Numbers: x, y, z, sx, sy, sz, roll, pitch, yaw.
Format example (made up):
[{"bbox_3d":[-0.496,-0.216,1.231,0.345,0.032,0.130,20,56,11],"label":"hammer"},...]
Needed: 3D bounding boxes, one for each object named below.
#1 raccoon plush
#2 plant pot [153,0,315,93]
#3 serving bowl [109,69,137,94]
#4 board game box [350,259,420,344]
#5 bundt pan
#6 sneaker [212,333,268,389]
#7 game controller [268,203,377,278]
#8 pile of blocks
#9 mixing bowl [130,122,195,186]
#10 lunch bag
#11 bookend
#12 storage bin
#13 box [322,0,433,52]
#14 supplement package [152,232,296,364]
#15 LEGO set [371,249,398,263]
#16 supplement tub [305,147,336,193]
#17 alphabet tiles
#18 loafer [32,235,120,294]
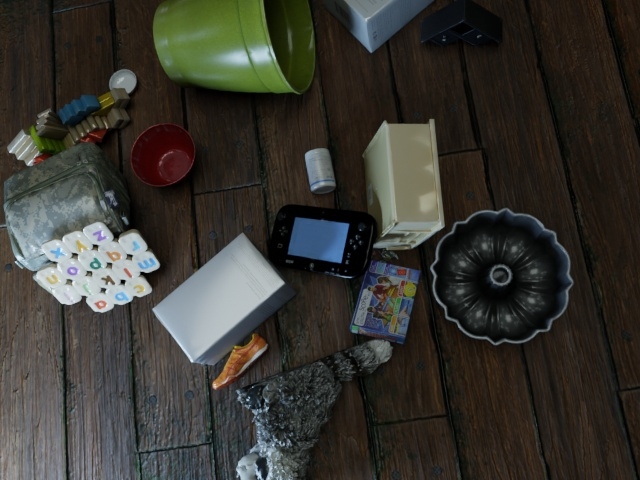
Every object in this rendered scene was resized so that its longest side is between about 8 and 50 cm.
[{"bbox_3d":[0.004,0.440,1.537,0.446,0.216,0.299,-21,83,3],"label":"raccoon plush"},{"bbox_3d":[-0.239,-0.555,1.744,0.353,0.366,0.366,-4,76,19],"label":"plant pot"},{"bbox_3d":[-0.575,-0.458,1.909,0.083,0.027,0.083,-2,76,7],"label":"serving bowl"},{"bbox_3d":[0.164,0.150,1.619,0.136,0.035,0.201,13,55,11],"label":"board game box"},{"bbox_3d":[0.433,0.094,1.588,0.330,0.124,0.331,-2,78,7],"label":"bundt pan"},{"bbox_3d":[-0.212,0.311,1.663,0.175,0.064,0.067,-43,77,-15],"label":"sneaker"},{"bbox_3d":[0.000,0.000,1.642,0.319,0.067,0.166,8,75,39],"label":"game controller"},{"bbox_3d":[-0.693,-0.305,1.828,0.362,0.149,0.113,-31,74,-1],"label":"pile of blocks"},{"bbox_3d":[-0.419,-0.222,1.795,0.181,0.098,0.181,-2,78,7],"label":"mixing bowl"},{"bbox_3d":[-0.655,-0.076,1.703,0.305,0.212,0.256,-23,54,2],"label":"lunch bag"},{"bbox_3d":[0.383,-0.571,1.767,0.157,0.156,0.072,-11,70,51],"label":"bookend"},{"bbox_3d":[0.194,-0.127,1.609,0.123,0.260,0.262,-1,76,-10],"label":"storage bin"},{"bbox_3d":[0.194,-0.731,1.792,0.345,0.168,0.215,-40,75,-2],"label":"box"},{"bbox_3d":[-0.236,0.153,1.641,0.293,0.177,0.175,-41,75,-3],"label":"supplement package"},{"bbox_3d":[0.162,0.039,1.684,0.083,0.054,0.023,16,41,11],"label":"LEGO set"},{"bbox_3d":[0.000,-0.185,1.742,0.071,0.071,0.107,-12,75,5],"label":"supplement tub"},{"bbox_3d":[-0.570,0.070,1.677,0.284,0.278,0.021,-23,42,2],"label":"alphabet tiles"},{"bbox_3d":[-0.636,0.064,1.765,0.268,0.102,0.092,-25,108,-5],"label":"loafer"}]
